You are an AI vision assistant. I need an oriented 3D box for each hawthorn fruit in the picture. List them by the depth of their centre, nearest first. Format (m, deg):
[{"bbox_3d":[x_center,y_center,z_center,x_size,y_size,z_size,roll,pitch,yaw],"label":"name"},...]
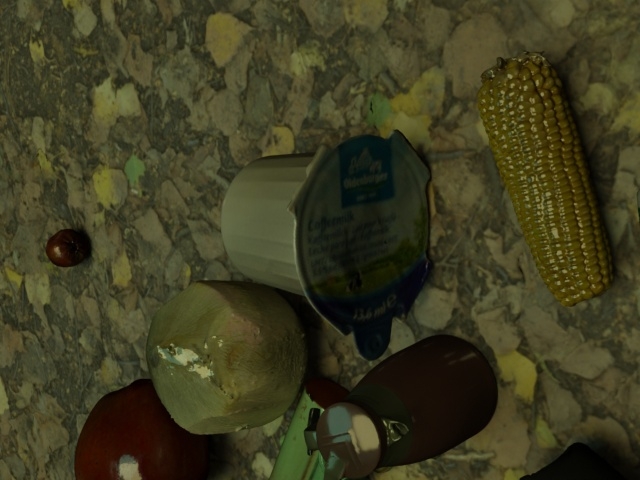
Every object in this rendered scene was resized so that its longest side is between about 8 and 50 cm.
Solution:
[{"bbox_3d":[-0.458,0.016,1.585,0.077,0.077,0.077,5,99,34],"label":"hawthorn fruit"}]

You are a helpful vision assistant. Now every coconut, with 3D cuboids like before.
[{"bbox_3d":[-0.143,0.168,1.273,0.227,0.230,0.227,0,90,45],"label":"coconut"}]

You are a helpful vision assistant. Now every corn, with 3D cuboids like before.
[{"bbox_3d":[0.271,-0.072,1.048,0.106,0.106,0.305,-18,90,35],"label":"corn"}]

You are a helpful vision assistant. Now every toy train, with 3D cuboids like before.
[{"bbox_3d":[-0.002,0.341,1.296,0.177,0.116,0.286,37,117,39],"label":"toy train"}]

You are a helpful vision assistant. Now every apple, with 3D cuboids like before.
[{"bbox_3d":[-0.286,0.344,1.425,0.234,0.234,0.234,5,99,34],"label":"apple"}]

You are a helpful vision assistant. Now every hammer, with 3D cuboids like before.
[{"bbox_3d":[0.073,0.275,1.192,0.013,0.198,0.062,148,134,-64],"label":"hammer"}]

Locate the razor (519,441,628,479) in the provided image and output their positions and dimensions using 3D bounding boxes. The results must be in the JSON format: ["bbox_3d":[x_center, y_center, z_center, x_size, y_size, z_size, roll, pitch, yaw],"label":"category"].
[{"bbox_3d":[0.352,0.405,0.995,0.349,0.113,0.204,43,112,23],"label":"razor"}]

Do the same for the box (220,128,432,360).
[{"bbox_3d":[0.000,0.000,1.186,0.206,0.262,0.291,9,111,46],"label":"box"}]

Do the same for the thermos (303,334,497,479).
[{"bbox_3d":[0.091,0.219,1.110,0.176,0.265,0.146,-20,85,37],"label":"thermos"}]

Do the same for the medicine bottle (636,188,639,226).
[{"bbox_3d":[0.420,0.071,0.941,0.133,0.133,0.274,-5,94,35],"label":"medicine bottle"}]
